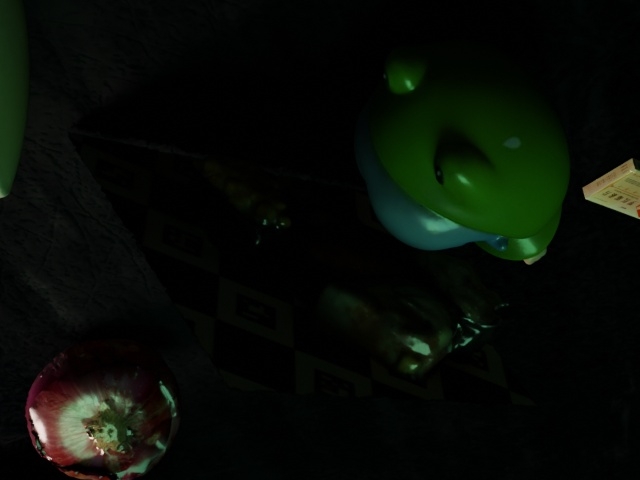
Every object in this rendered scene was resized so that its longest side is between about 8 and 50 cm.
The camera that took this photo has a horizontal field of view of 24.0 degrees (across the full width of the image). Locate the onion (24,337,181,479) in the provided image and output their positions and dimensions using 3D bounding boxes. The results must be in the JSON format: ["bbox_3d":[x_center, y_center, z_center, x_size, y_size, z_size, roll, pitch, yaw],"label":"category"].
[{"bbox_3d":[-0.215,0.156,1.477,0.150,0.140,0.150,-5,109,-15],"label":"onion"}]

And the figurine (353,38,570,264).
[{"bbox_3d":[0.116,-0.058,1.116,0.143,0.162,0.263,-28,159,16],"label":"figurine"}]

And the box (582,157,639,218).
[{"bbox_3d":[0.285,-0.044,1.348,0.093,0.015,0.058,16,144,-41],"label":"box"}]

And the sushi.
[{"bbox_3d":[0.000,0.000,1.097,0.294,0.292,0.059,7,122,-37],"label":"sushi"}]

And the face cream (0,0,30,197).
[{"bbox_3d":[-0.341,-0.077,0.914,0.348,0.174,0.081,-12,-171,4],"label":"face cream"}]

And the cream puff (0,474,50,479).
[{"bbox_3d":[-0.358,0.382,1.702,0.327,0.231,0.343,-4,159,-1],"label":"cream puff"}]
